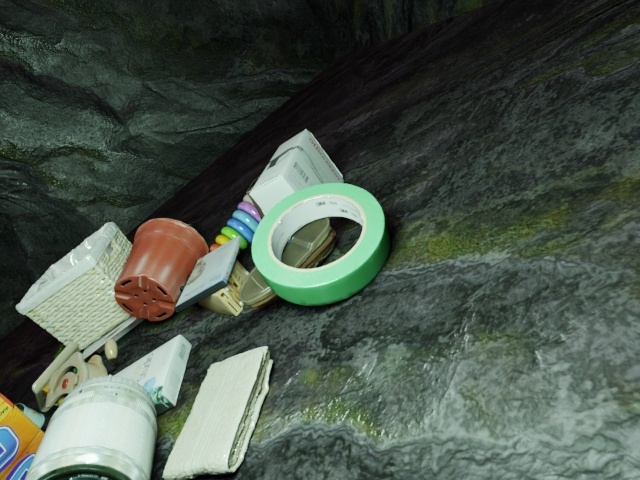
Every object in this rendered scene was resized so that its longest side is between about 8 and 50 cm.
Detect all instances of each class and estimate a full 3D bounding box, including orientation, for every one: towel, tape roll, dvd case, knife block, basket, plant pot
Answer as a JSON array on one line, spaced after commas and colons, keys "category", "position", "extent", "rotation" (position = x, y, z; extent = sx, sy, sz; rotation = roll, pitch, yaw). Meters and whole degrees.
[{"category": "towel", "position": [-0.200, 0.350, 1.005], "extent": [0.187, 0.049, 0.282], "rotation": [-25, 28, 30]}, {"category": "tape roll", "position": [0.000, 0.000, 1.160], "extent": [0.321, 0.077, 0.321], "rotation": [-12, 47, 13]}, {"category": "dvd case", "position": [-0.327, 0.094, 1.451], "extent": [0.180, 0.022, 0.253], "rotation": [-29, 25, 18]}, {"category": "knife block", "position": [-0.338, 0.163, 1.481], "extent": [0.242, 0.088, 0.275], "rotation": [-32, 25, 14]}, {"category": "basket", "position": [-0.820, 0.162, 1.774], "extent": [0.331, 0.266, 0.328], "rotation": [-35, 23, 8]}, {"category": "plant pot", "position": [-0.544, 0.109, 1.651], "extent": [0.272, 0.272, 0.265], "rotation": [-27, 29, 24]}]

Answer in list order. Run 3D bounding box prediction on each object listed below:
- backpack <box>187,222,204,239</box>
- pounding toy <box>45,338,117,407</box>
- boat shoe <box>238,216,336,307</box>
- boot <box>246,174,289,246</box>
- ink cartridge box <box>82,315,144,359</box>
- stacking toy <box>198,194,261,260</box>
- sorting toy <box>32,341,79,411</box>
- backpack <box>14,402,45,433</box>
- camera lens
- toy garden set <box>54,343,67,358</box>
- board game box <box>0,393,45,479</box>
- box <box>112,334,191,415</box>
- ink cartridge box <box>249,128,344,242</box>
[{"category": "backpack", "position": [-0.562, 0.003, 2.018], "extent": [0.115, 0.152, 0.182], "rotation": [-19, 17, 19]}, {"category": "pounding toy", "position": [-0.711, 0.441, 1.527], "extent": [0.269, 0.155, 0.154], "rotation": [-40, 51, 19]}, {"category": "boat shoe", "position": [-0.068, 0.072, 1.253], "extent": [0.307, 0.104, 0.111], "rotation": [-42, 45, -17]}, {"category": "boot", "position": [-0.166, -0.066, 1.501], "extent": [0.090, 0.207, 0.248], "rotation": [-24, 27, 28]}, {"category": "ink cartridge box", "position": [-0.713, 0.303, 1.780], "extent": [0.296, 0.066, 0.261], "rotation": [-37, 24, 3]}, {"category": "stacking toy", "position": [-0.300, 0.002, 1.694], "extent": [0.330, 0.141, 0.141], "rotation": [-53, 27, -15]}, {"category": "sorting toy", "position": [-0.868, 0.460, 1.640], "extent": [0.193, 0.038, 0.208], "rotation": [-61, -3, -41]}, {"category": "backpack", "position": [-0.898, 0.582, 1.436], "extent": [0.166, 0.144, 0.188], "rotation": [-16, 46, 39]}, {"category": "camera lens", "position": [-0.447, 0.435, 0.982], "extent": [0.219, 0.219, 0.274], "rotation": [-37, 24, 3]}, {"category": "toy garden set", "position": [-0.942, 0.399, 1.957], "extent": [0.244, 0.049, 0.204], "rotation": [-40, 22, -7]}, {"category": "board game box", "position": [-0.871, 0.532, 1.093], "extent": [0.357, 0.356, 0.356], "rotation": [7, 45, 24]}, {"category": "box", "position": [-0.499, 0.410, 1.301], "extent": [0.322, 0.058, 0.232], "rotation": [-33, 24, 12]}, {"category": "ink cartridge box", "position": [-0.060, -0.165, 1.513], "extent": [0.129, 0.223, 0.307], "rotation": [-24, 27, 30]}]
